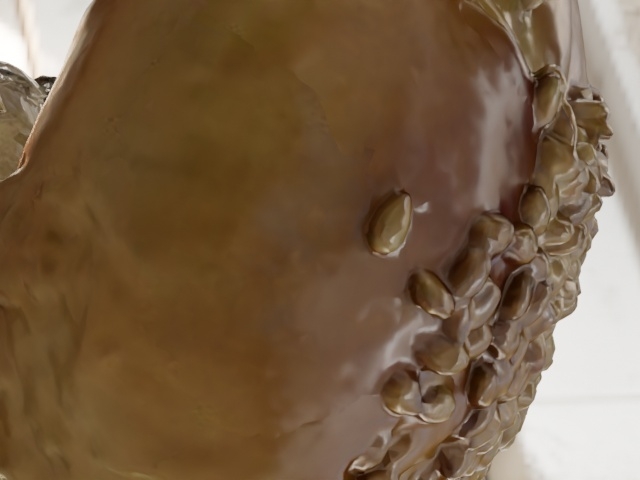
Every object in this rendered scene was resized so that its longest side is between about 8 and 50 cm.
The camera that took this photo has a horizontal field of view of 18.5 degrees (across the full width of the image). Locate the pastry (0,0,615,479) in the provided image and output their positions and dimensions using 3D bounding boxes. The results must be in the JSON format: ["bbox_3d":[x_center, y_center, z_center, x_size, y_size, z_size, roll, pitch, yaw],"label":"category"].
[{"bbox_3d":[0.000,0.000,0.929,0.409,0.245,0.409,24,90,-82],"label":"pastry"}]

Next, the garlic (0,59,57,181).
[{"bbox_3d":[-0.304,0.001,1.596,0.241,0.322,0.321,136,-50,-63],"label":"garlic"}]
